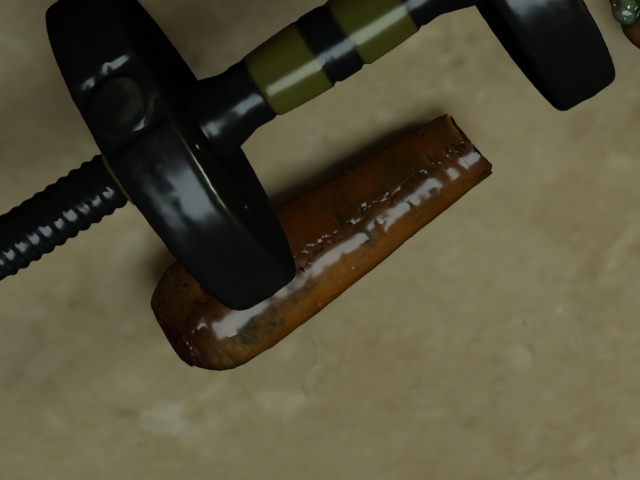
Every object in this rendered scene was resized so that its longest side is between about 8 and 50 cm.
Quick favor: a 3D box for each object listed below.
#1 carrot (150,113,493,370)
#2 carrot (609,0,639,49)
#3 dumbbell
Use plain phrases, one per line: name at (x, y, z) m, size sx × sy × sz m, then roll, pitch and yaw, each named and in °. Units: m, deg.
carrot at (0.000, 0.000, 0.814) m, size 0.161 × 0.055 × 0.055 m, roll -33°, pitch 125°, yaw -3°
carrot at (0.189, -0.094, 0.818) m, size 0.142 × 0.035 × 0.035 m, roll 4°, pitch 120°, yaw -24°
dumbbell at (0.004, -0.076, 0.707) m, size 0.325 × 0.143 × 0.143 m, roll -32°, pitch 125°, yaw 6°
